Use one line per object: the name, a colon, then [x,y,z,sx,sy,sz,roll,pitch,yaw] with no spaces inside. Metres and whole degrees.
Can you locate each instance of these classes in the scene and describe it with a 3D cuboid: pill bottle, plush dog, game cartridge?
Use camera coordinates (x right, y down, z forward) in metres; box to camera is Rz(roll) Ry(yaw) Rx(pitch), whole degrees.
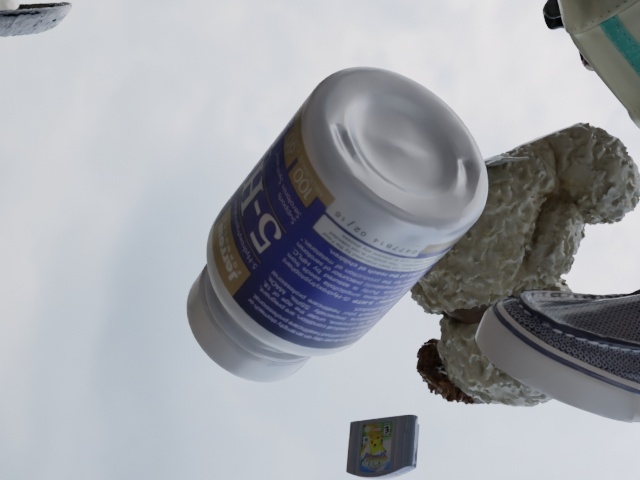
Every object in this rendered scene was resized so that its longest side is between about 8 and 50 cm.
pill bottle: [0.000,0.000,0.845,0.186,0.112,0.112,-49,-148,43]
plush dog: [0.162,0.041,1.342,0.262,0.211,0.225,-18,-86,35]
game cartridge: [0.055,0.188,1.354,0.083,0.017,0.056,-15,-114,46]

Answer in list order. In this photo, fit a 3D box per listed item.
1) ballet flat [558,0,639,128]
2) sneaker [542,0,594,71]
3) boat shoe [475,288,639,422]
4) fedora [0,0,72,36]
ballet flat: [0.184,-0.102,0.520,0.086,0.248,0.086,39,-37,37]
sneaker: [0.274,-0.173,1.354,0.077,0.178,0.072,-45,164,-16]
boat shoe: [0.283,0.047,1.107,0.127,0.341,0.158,52,-55,53]
fedora: [-0.344,-0.219,1.101,0.334,0.334,0.152,-160,-115,-66]
